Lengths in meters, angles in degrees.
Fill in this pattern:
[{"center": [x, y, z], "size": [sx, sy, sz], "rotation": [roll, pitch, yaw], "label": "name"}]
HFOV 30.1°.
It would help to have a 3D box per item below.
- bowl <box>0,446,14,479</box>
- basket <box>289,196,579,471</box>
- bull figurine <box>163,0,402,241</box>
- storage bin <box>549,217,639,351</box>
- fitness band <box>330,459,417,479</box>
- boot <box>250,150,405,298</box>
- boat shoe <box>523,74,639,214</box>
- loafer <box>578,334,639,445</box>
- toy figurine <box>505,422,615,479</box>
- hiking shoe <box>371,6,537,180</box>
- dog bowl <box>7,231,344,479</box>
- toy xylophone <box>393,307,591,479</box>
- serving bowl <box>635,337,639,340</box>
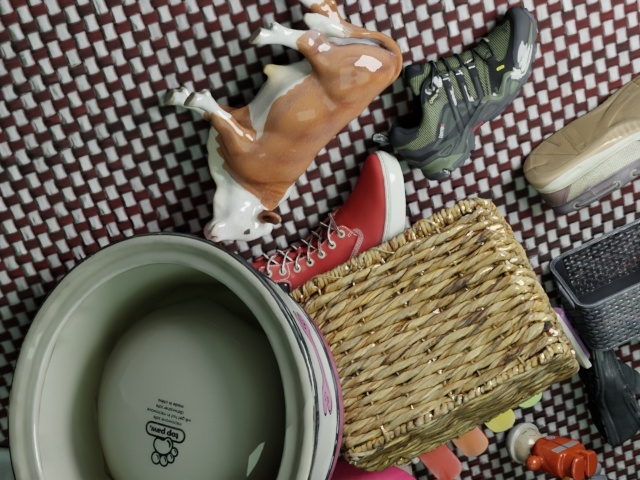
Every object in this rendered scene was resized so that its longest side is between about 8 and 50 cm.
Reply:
[{"center": [-0.435, 0.424, 1.550], "size": [0.297, 0.134, 0.298], "rotation": [-6, 121, -11], "label": "bowl"}, {"center": [0.136, 0.120, 1.451], "size": [0.299, 0.223, 0.213], "rotation": [-30, 159, 9], "label": "basket"}, {"center": [-0.054, -0.139, 1.336], "size": [0.188, 0.101, 0.310], "rotation": [38, 105, -28], "label": "bull figurine"}, {"center": [0.407, 0.052, 1.558], "size": [0.180, 0.122, 0.084], "rotation": [-24, 123, 0], "label": "storage bin"}, {"center": [0.065, 0.400, 1.669], "size": [0.209, 0.054, 0.291], "rotation": [-14, 132, 20], "label": "fitness band"}, {"center": [0.000, 0.000, 1.444], "size": [0.176, 0.088, 0.244], "rotation": [4, 122, -15], "label": "boot"}, {"center": [0.390, -0.128, 1.465], "size": [0.285, 0.103, 0.092], "rotation": [-31, 128, 9], "label": "boat shoe"}, {"center": [0.413, 0.198, 1.679], "size": [0.078, 0.076, 0.223], "rotation": [-27, 128, -4], "label": "loafer"}, {"center": [0.325, 0.388, 1.698], "size": [0.209, 0.148, 0.213], "rotation": [38, 75, -35], "label": "toy figurine"}, {"center": [0.158, -0.182, 1.374], "size": [0.114, 0.086, 0.227], "rotation": [30, 99, -19], "label": "hiking shoe"}, {"center": [-0.153, 0.199, 1.360], "size": [0.408, 0.408, 0.150], "rotation": [-47, 157, 14], "label": "dog bowl"}, {"center": [0.186, 0.179, 1.600], "size": [0.322, 0.081, 0.236], "rotation": [-41, 121, 10], "label": "toy xylophone"}, {"center": [0.467, 0.110, 1.665], "size": [0.083, 0.027, 0.083], "rotation": [-6, 122, -10], "label": "serving bowl"}]
